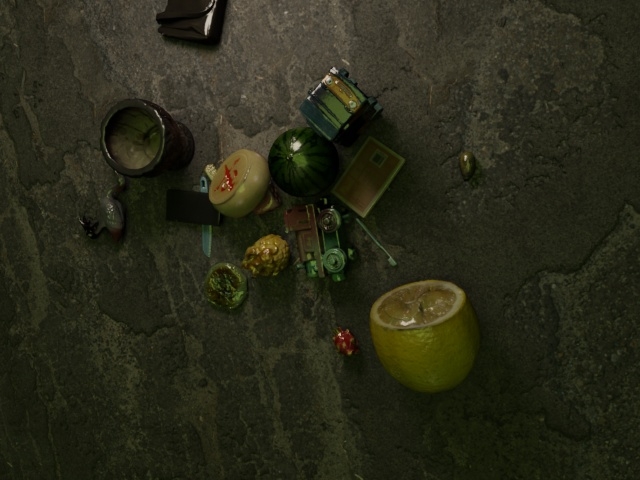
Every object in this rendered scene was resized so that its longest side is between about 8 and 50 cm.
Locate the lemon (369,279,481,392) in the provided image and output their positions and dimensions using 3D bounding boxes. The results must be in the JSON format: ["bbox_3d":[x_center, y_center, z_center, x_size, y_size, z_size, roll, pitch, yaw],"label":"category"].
[{"bbox_3d":[0.345,0.324,1.497,0.363,0.364,0.365,1,96,13],"label":"lemon"}]

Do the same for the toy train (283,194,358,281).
[{"bbox_3d":[0.000,0.000,1.639,0.221,0.150,0.305,-7,95,24],"label":"toy train"}]

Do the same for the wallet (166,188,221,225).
[{"bbox_3d":[-0.483,-0.126,1.773,0.244,0.025,0.125,7,100,20],"label":"wallet"}]

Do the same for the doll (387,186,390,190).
[{"bbox_3d":[0.207,-0.218,1.616,0.057,0.039,0.114,-29,78,-14],"label":"doll"}]

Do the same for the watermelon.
[{"bbox_3d":[-0.057,-0.261,1.566,0.242,0.242,0.243,1,96,13],"label":"watermelon"}]

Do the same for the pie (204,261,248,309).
[{"bbox_3d":[-0.364,0.175,1.782,0.186,0.041,0.187,1,96,11],"label":"pie"}]

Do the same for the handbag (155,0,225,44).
[{"bbox_3d":[-0.466,-0.866,1.671,0.256,0.113,0.286,13,99,18],"label":"handbag"}]

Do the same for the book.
[{"bbox_3d":[0.162,-0.220,1.609,0.170,0.018,0.242,42,104,27],"label":"book"}]

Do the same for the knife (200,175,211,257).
[{"bbox_3d":[-0.440,-0.089,1.788,0.044,0.019,0.314,2,98,12],"label":"knife"}]

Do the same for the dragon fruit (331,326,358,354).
[{"bbox_3d":[0.087,0.363,1.680,0.086,0.081,0.116,-23,91,24],"label":"dragon fruit"}]

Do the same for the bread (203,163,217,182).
[{"bbox_3d":[-0.402,-0.248,1.753,0.049,0.033,0.088,-38,91,-1],"label":"bread"}]

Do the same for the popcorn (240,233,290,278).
[{"bbox_3d":[-0.196,0.058,1.672,0.179,0.180,0.170,2,60,13],"label":"popcorn"}]

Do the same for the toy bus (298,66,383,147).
[{"bbox_3d":[0.072,-0.414,1.482,0.162,0.323,0.194,46,106,5],"label":"toy bus"}]

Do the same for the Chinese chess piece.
[{"bbox_3d":[-0.285,-0.202,1.631,0.250,0.097,0.251,-25,49,33],"label":"Chinese chess piece"}]

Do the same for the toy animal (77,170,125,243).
[{"bbox_3d":[-0.830,-0.125,1.831,0.195,0.090,0.324,35,104,7],"label":"toy animal"}]

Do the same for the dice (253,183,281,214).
[{"bbox_3d":[-0.202,-0.150,1.687,0.093,0.091,0.094,-21,90,14],"label":"dice"}]

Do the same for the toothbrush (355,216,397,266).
[{"bbox_3d":[0.197,0.004,1.651,0.019,0.016,0.220,-40,87,22],"label":"toothbrush"}]

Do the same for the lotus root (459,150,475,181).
[{"bbox_3d":[0.489,-0.245,1.541,0.049,0.054,0.099,1,95,33],"label":"lotus root"}]

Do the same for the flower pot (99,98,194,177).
[{"bbox_3d":[-0.600,-0.353,1.668,0.266,0.267,0.267,1,96,11],"label":"flower pot"}]
